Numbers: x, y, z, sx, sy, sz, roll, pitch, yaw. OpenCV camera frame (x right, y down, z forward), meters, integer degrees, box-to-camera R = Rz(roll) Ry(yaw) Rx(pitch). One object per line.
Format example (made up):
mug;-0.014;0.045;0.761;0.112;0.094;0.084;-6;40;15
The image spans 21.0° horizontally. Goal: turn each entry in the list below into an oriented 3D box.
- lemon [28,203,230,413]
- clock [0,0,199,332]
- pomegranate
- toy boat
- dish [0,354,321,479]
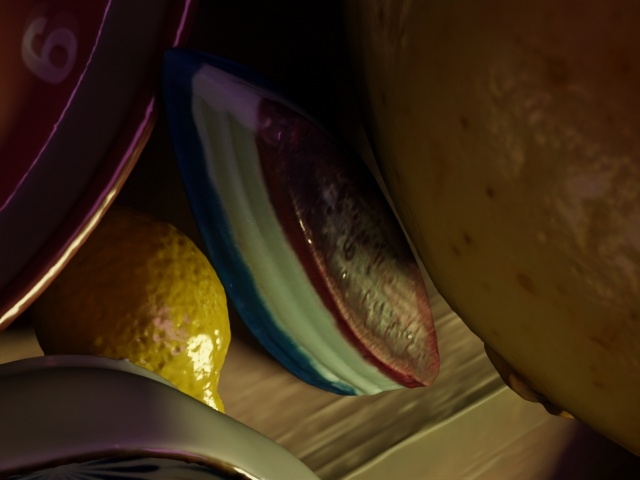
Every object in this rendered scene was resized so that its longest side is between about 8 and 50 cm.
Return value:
lemon;-0.063;0.027;0.587;0.065;0.065;0.092;-35;91;-36
clock;-0.145;-0.094;0.456;0.318;0.080;0.319;-33;133;-44
pomegranate;0.172;-0.074;0.626;0.410;0.410;0.410;-14;109;-44
toy boat;0.000;0.000;0.629;0.080;0.046;0.229;-55;151;-15
dish;-0.083;0.086;0.550;0.190;0.190;0.066;35;36;-45
